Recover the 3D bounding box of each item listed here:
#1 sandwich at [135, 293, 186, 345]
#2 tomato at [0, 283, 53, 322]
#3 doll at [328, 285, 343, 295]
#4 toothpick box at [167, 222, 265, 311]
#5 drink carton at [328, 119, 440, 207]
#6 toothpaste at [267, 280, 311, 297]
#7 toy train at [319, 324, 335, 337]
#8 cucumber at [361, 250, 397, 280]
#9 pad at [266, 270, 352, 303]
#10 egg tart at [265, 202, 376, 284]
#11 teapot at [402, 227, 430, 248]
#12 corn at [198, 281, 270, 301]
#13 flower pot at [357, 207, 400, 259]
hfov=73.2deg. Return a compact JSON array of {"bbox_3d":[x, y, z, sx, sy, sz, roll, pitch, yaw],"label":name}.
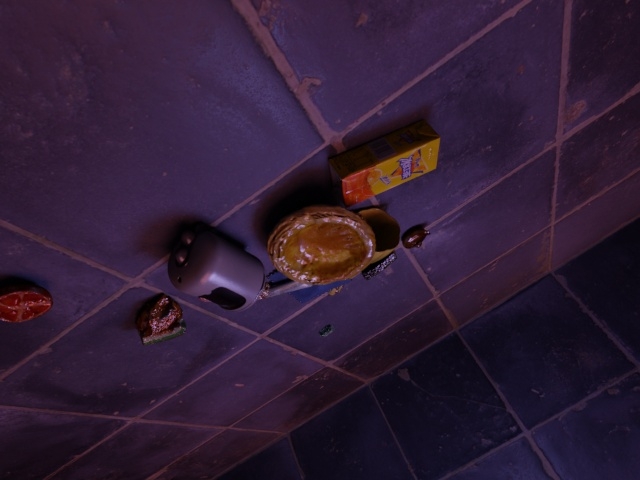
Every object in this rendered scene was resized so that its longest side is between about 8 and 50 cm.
[{"bbox_3d":[-0.588,0.293,1.551,0.184,0.109,0.160,-24,147,-7],"label":"sandwich"},{"bbox_3d":[-0.859,0.165,1.229,0.155,0.069,0.156,-20,148,-13],"label":"tomato"},{"bbox_3d":[0.084,0.131,1.840,0.117,0.086,0.291,-48,162,-43],"label":"doll"},{"bbox_3d":[-0.341,0.082,1.385,0.229,0.229,0.316,-37,143,11],"label":"toothpick box"},{"bbox_3d":[0.211,-0.251,1.419,0.351,0.111,0.155,-25,146,-8],"label":"drink carton"},{"bbox_3d":[-0.159,0.199,1.751,0.255,0.037,0.067,-16,134,5],"label":"toothpaste"},{"bbox_3d":[0.034,0.485,2.301,0.083,0.033,0.053,-42,147,19],"label":"toy train"},{"bbox_3d":[0.270,0.113,1.970,0.187,0.058,0.058,-41,144,18],"label":"cucumber"},{"bbox_3d":[-0.040,0.155,1.758,0.269,0.012,0.270,-25,137,19],"label":"pad"},{"bbox_3d":[0.000,0.000,1.493,0.387,0.169,0.388,-2,139,-2],"label":"egg tart"},{"bbox_3d":[0.425,-0.006,1.907,0.129,0.078,0.098,-34,145,8],"label":"teapot"},{"bbox_3d":[-0.323,0.187,1.628,0.280,0.092,0.092,1,136,-30],"label":"corn"},{"bbox_3d":[0.189,0.000,1.672,0.195,0.195,0.179,-12,154,-23],"label":"flower pot"}]
